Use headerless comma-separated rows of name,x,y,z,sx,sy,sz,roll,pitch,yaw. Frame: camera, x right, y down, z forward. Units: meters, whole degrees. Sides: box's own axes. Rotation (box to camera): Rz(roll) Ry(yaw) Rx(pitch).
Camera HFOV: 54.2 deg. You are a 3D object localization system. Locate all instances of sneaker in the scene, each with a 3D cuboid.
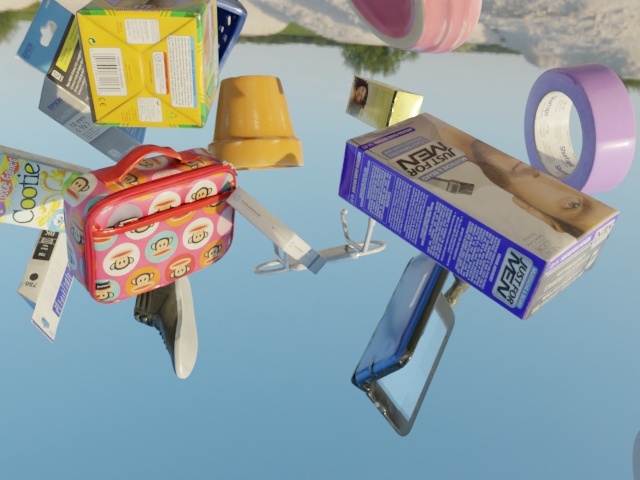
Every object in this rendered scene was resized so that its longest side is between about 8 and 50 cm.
sneaker,-0.423,0.236,1.691,0.147,0.295,0.104,-13,157,9

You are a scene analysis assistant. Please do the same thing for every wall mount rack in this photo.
wall mount rack,0.000,0.000,1.539,0.350,0.130,0.304,-12,-170,-10

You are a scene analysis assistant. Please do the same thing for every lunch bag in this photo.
lunch bag,-0.284,-0.047,1.072,0.293,0.258,0.120,-24,-131,-38

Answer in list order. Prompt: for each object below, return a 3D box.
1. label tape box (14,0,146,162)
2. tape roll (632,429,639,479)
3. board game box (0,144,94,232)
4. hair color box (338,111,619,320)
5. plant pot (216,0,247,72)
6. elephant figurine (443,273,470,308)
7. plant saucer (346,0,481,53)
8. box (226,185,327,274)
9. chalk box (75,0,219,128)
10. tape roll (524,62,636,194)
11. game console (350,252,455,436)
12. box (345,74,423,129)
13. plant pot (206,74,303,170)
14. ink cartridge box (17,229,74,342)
label tape box,-0.591,-0.397,1.559,0.115,0.348,0.249,-26,-134,30
tape roll,0.633,0.437,1.101,0.072,0.219,0.219,-3,-162,2
board game box,-0.617,-0.108,1.368,0.144,0.142,0.275,24,-174,39
hair color box,0.208,-0.053,0.880,0.185,0.110,0.339,-26,-130,-36
plant pot,-0.370,-0.623,1.749,0.236,0.236,0.212,11,-140,-32
elephant figurine,0.382,0.026,1.539,0.239,0.186,0.169,-23,165,-30
plant saucer,0.111,-0.436,0.994,0.084,0.332,0.332,-36,-150,-12
box,-0.075,-0.015,1.121,0.145,0.038,0.186,40,180,24
chalk box,-0.194,-0.236,0.766,0.132,0.132,0.213,1,-148,-2
tape roll,0.537,-0.229,1.322,0.090,0.274,0.275,-11,-160,-9
game console,0.196,0.166,1.107,0.173,0.250,0.293,35,-123,-6
box,0.121,-0.271,1.253,0.058,0.087,0.232,6,-162,-22
plant pot,-0.143,-0.248,1.335,0.205,0.188,0.205,-3,-175,0
ink cartridge box,-0.691,0.080,1.608,0.065,0.165,0.332,6,-120,-1
